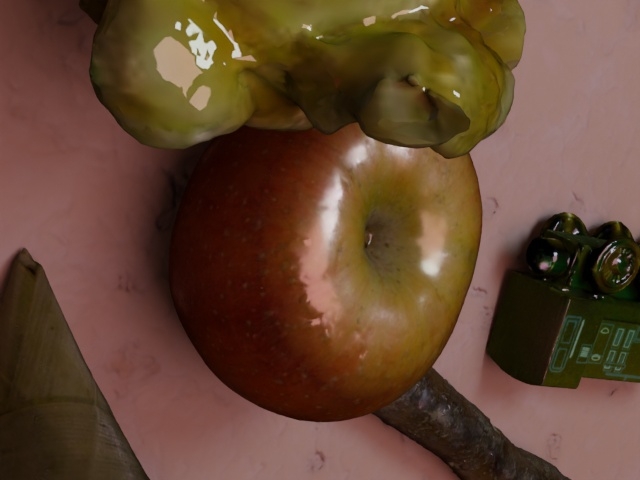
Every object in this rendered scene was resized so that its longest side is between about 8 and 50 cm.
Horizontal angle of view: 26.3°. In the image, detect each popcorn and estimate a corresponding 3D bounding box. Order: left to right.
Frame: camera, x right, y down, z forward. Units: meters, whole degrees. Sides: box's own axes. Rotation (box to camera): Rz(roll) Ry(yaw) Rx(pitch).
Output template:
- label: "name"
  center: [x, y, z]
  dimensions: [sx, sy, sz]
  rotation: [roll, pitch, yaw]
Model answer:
- label: "popcorn"
  center: [-0.003, -0.201, 0.772]
  dimensions: [0.275, 0.335, 0.279]
  rotation: [-6, 108, -10]

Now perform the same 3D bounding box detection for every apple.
- label: "apple"
  center: [0.000, 0.000, 0.919]
  dimensions: [0.210, 0.173, 0.235]
  rotation: [48, 65, -27]

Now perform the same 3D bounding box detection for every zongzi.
- label: "zongzi"
  center: [-0.104, 0.178, 0.854]
  dimensions: [0.274, 0.145, 0.299]
  rotation: [14, 82, 3]

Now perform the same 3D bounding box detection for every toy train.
- label: "toy train"
  center: [0.251, 0.057, 1.150]
  dimensions: [0.226, 0.090, 0.137]
  rotation: [9, 103, -35]

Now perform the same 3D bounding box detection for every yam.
- label: "yam"
  center: [0.125, 0.168, 1.107]
  dimensions: [0.253, 0.061, 0.061]
  rotation: [39, 78, -34]
